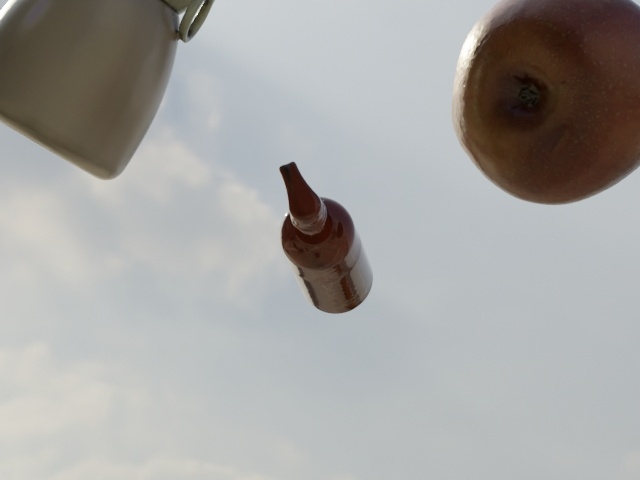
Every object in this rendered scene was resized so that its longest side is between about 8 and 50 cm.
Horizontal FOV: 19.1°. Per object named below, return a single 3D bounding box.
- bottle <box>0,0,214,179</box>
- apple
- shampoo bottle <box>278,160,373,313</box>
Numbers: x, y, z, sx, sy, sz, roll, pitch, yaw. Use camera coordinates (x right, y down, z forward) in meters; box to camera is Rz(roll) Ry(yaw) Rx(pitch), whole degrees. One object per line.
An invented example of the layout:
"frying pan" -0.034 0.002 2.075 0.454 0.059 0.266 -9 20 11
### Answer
"bottle" -0.167 -0.180 1.494 0.147 0.236 0.147 30 -2 1
"apple" 0.210 -0.130 1.690 0.201 0.201 0.162 -8 8 36
"shampoo bottle" 0.001 0.002 1.941 0.085 0.085 0.244 7 -20 12
